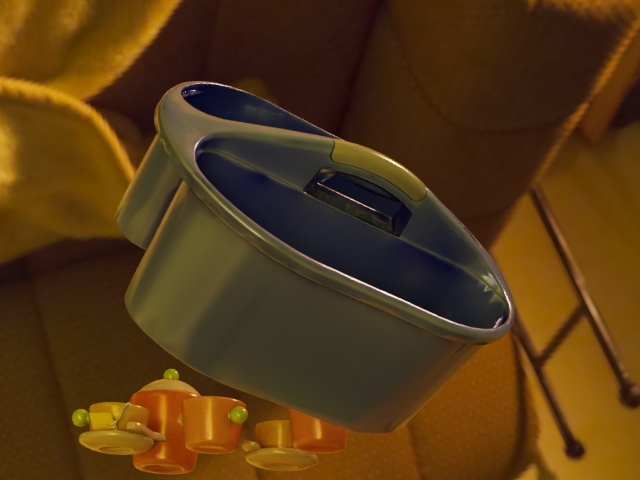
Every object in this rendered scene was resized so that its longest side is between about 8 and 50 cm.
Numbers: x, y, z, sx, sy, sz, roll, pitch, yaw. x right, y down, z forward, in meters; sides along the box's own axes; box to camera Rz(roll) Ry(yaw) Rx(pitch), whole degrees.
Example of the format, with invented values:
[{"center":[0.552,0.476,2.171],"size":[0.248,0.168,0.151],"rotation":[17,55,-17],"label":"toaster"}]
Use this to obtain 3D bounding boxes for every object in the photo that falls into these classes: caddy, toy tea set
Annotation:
[{"center":[0.000,0.000,1.006],"size":[0.341,0.241,0.179],"rotation":[24,117,-29],"label":"caddy"},{"center":[-0.107,0.193,1.465],"size":[0.336,0.124,0.200],"rotation":[-3,157,12],"label":"toy tea set"}]
